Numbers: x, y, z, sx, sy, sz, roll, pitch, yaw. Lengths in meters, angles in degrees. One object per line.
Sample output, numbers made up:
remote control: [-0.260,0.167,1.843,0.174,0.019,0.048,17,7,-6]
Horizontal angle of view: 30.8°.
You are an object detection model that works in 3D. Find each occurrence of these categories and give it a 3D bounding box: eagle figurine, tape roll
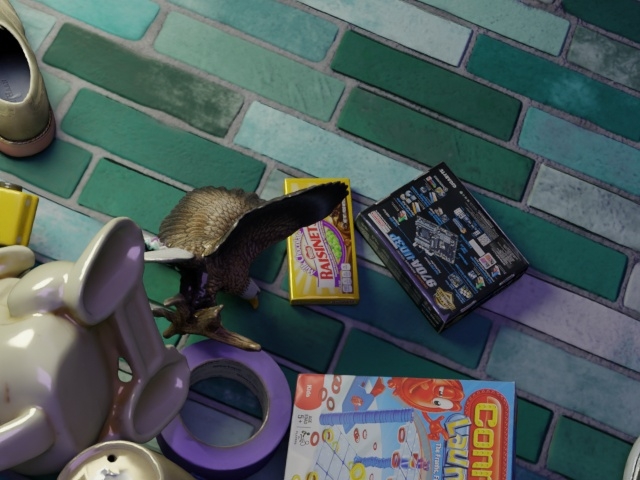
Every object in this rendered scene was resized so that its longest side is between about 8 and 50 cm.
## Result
eagle figurine: [-0.123,0.010,1.645,0.226,0.225,0.298,25,66,5]
tape roll: [-0.137,0.236,1.612,0.189,0.080,0.189,4,65,-8]

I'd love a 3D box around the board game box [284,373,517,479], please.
board game box: [0.105,0.337,1.547,0.301,0.086,0.308,0,62,12]

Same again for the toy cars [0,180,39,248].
toy cars: [-0.560,-0.128,1.673,0.176,0.087,0.394,-38,74,9]

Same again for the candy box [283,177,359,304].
candy box: [0.000,0.000,1.775,0.105,0.027,0.206,-2,65,-6]

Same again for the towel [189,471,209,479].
towel: [-0.134,0.361,1.568,0.119,0.067,0.029,18,24,0]

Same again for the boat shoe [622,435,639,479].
boat shoe: [0.490,0.410,1.611,0.121,0.119,0.335,12,64,-3]

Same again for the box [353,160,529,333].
box: [0.186,0.007,1.788,0.175,0.051,0.220,-32,74,-21]

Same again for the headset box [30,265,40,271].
headset box: [-0.386,0.073,1.674,0.062,0.032,0.083,-12,69,-14]

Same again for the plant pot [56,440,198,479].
plant pot: [-0.215,0.361,1.368,0.256,0.274,0.257,-4,50,5]

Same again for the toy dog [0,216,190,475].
toy dog: [-0.427,0.177,1.472,0.407,0.285,0.395,-3,38,25]

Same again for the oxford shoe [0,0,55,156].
oxford shoe: [-0.514,-0.324,1.775,0.140,0.146,0.397,-28,72,-20]

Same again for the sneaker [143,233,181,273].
sneaker: [-0.218,0.003,1.734,0.098,0.038,0.069,33,62,-4]
